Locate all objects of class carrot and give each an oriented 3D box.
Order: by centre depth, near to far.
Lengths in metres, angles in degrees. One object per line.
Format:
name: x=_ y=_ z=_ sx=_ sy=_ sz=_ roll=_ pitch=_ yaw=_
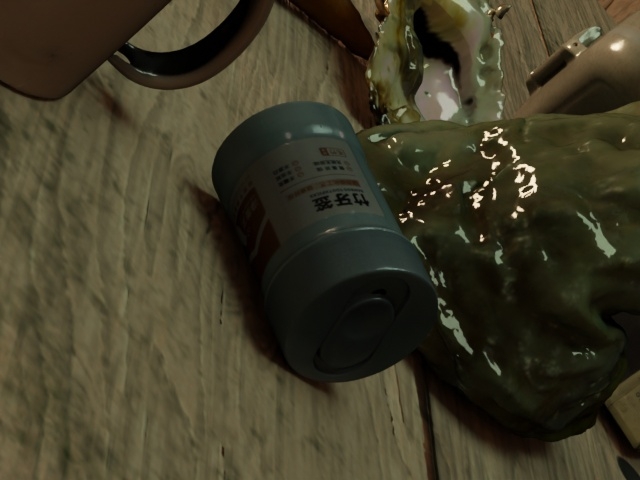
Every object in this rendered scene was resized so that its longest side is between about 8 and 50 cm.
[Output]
carrot: x=-0.029 y=-0.246 z=1.746 sx=0.336 sy=0.069 sz=0.069 roll=37 pitch=22 yaw=-50

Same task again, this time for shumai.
shumai: x=0.184 y=-0.024 z=1.501 sx=0.304 sy=0.263 sz=0.309 roll=48 pitch=17 yaw=-20

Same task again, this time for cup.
cup: x=-0.118 y=-0.199 z=1.165 sx=0.253 sy=0.200 sz=0.191 roll=42 pitch=19 yaw=-32

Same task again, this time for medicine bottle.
medicine bottle: x=0.335 y=-0.089 z=2.034 sx=0.282 sy=0.123 sz=0.375 roll=50 pitch=-13 yaw=1

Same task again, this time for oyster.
oyster: x=0.096 y=-0.165 z=1.849 sx=0.201 sy=0.107 sz=0.354 roll=35 pitch=43 yaw=-31

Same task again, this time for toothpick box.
toothpick box: x=0.000 y=0.000 z=1.241 sx=0.101 sy=0.101 sz=0.153 roll=34 pitch=22 yaw=-46

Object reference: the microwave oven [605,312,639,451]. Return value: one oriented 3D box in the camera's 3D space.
microwave oven: x=0.296 y=0.064 z=1.822 sx=0.240 sy=0.145 sz=0.194 roll=58 pitch=15 yaw=22
